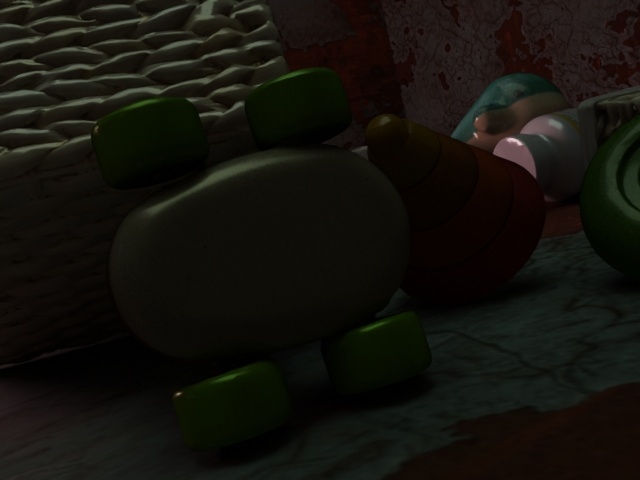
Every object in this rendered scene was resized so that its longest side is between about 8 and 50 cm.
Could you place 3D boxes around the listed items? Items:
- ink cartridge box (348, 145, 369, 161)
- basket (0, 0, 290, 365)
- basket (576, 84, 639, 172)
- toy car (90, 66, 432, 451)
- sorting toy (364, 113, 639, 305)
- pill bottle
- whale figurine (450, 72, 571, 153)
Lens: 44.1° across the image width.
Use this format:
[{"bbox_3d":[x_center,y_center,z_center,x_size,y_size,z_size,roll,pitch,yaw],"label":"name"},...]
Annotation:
[{"bbox_3d":[0.012,-0.079,1.259,0.273,0.114,0.197,-20,9,-41],"label":"ink cartridge box"},{"bbox_3d":[-0.187,-0.089,0.633,0.331,0.266,0.328,-15,-22,-9],"label":"basket"},{"bbox_3d":[0.289,-0.066,0.577,0.167,0.113,0.103,-16,9,-26],"label":"basket"},{"bbox_3d":[-0.049,0.019,0.438,0.149,0.155,0.188,-16,-6,-23],"label":"toy car"},{"bbox_3d":[0.167,-0.054,0.445,0.365,0.127,0.126,-9,-36,35],"label":"sorting toy"},{"bbox_3d":[0.296,-0.103,0.929,0.184,0.103,0.103,-16,7,-25],"label":"pill bottle"},{"bbox_3d":[0.283,-0.181,1.340,0.272,0.141,0.216,-28,-27,13],"label":"whale figurine"}]
